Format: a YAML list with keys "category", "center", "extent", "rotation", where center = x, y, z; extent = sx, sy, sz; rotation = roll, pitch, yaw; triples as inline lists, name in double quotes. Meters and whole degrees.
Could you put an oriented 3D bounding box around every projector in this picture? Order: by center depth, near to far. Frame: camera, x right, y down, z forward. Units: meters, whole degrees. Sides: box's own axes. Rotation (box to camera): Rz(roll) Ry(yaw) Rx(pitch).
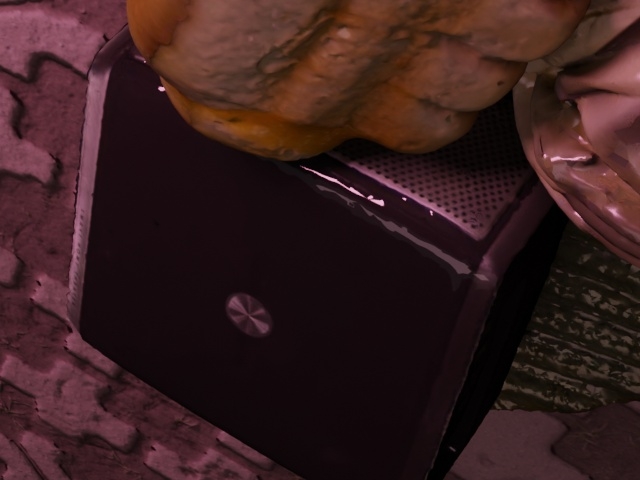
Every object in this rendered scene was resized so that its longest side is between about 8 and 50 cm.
- category: "projector"
  center: [0.000, 0.000, 1.501]
  extent: [0.405, 0.242, 0.395]
  rotation: [29, 136, 15]

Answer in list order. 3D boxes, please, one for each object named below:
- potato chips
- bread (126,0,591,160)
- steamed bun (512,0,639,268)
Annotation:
- category: "potato chips"
  center: [0.203, 0.054, 1.629]
  extent: [0.429, 0.070, 0.358]
  rotation: [15, 139, 19]
- category: "bread"
  center: [0.017, -0.202, 1.179]
  extent: [0.300, 0.210, 0.341]
  rotation: [9, 151, -16]
- category: "steamed bun"
  center: [0.296, -0.109, 1.223]
  extent: [0.339, 0.247, 0.352]
  rotation: [29, 147, 6]
